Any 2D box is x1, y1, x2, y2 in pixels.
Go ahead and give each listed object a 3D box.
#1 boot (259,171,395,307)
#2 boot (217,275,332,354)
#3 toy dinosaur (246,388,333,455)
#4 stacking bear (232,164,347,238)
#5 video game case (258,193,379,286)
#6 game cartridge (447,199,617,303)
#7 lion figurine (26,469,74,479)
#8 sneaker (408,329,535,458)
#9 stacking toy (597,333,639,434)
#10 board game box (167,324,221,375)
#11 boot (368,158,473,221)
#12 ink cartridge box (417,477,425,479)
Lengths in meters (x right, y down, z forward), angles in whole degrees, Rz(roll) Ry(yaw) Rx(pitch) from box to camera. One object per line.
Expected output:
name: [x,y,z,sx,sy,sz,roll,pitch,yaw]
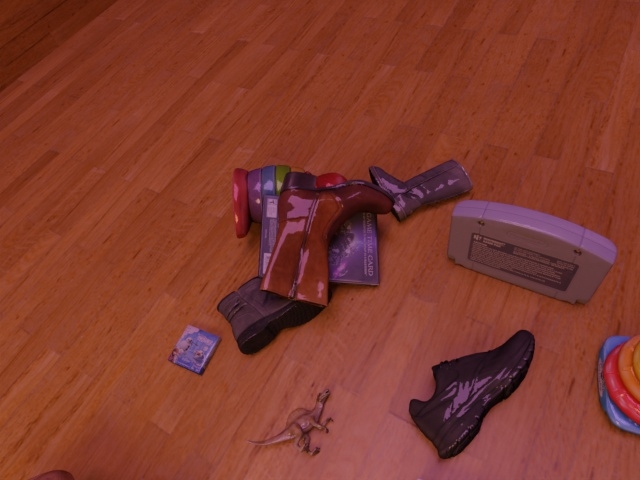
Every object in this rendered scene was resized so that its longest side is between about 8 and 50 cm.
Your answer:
boot: [0.023,0.001,0.936,0.263,0.096,0.281,11,69,-10]
boot: [-0.111,0.132,0.992,0.246,0.084,0.161,-30,49,-10]
toy dinosaur: [-0.042,0.368,0.838,0.183,0.053,0.092,-31,39,-18]
stacking bear: [-0.066,-0.109,1.097,0.288,0.165,0.175,-3,19,-2]
video game case: [0.000,0.000,0.995,0.273,0.026,0.196,6,70,-13]
game cartridge: [0.408,0.019,0.876,0.294,0.196,0.060,21,63,24]
lion figurine: [-0.437,0.488,0.695,0.240,0.142,0.392,-33,50,-22]
sneaker: [0.281,0.255,0.803,0.286,0.109,0.130,-38,50,-16]
stacking toy: [0.558,0.187,0.659,0.165,0.302,0.175,8,59,18]
board game box: [-0.285,0.247,0.985,0.090,0.020,0.090,14,59,21]
boot: [0.250,-0.157,1.108,0.208,0.076,0.190,-31,69,-1]
ink cartridge box: [0.205,0.458,0.708,0.122,0.052,0.089,13,60,19]
